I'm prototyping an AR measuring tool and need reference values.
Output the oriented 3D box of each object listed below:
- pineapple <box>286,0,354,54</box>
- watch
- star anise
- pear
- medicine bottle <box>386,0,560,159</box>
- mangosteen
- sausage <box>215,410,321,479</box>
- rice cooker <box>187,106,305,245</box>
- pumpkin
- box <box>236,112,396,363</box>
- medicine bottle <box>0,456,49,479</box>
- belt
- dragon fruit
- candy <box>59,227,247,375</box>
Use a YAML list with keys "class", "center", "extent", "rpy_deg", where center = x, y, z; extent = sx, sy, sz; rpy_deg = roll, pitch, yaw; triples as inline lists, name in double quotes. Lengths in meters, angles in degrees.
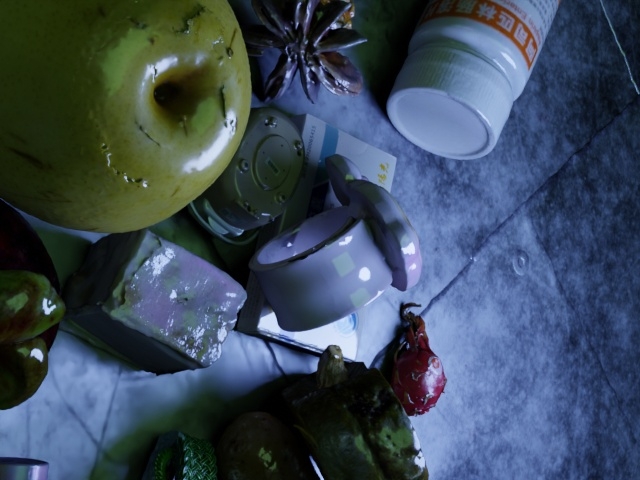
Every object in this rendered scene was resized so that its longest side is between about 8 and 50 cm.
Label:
- class: "pineapple"
  center: [-0.008, -0.378, 1.482]
  extent: [0.079, 0.135, 0.233]
  rpy_deg: [-30, 104, -37]
- class: "watch"
  center: [0.007, 0.013, 1.364]
  extent: [0.217, 0.248, 0.211]
  rpy_deg: [-28, 106, -9]
- class: "star anise"
  center: [-0.028, -0.286, 1.426]
  extent: [0.236, 0.229, 0.093]
  rpy_deg: [33, 34, -14]
- class: "pear"
  center: [-0.243, -0.176, 1.045]
  extent: [0.348, 0.348, 0.348]
  rpy_deg: [3, 85, -39]
- class: "medicine bottle"
  center: [0.266, -0.338, 1.654]
  extent: [0.211, 0.211, 0.371]
  rpy_deg: [40, 63, -30]
- class: "mangosteen"
  center: [-0.406, 0.072, 1.028]
  extent: [0.288, 0.288, 0.288]
  rpy_deg: [3, 85, -39]
- class: "sausage"
  center: [-0.025, 0.477, 1.416]
  extent: [0.136, 0.123, 0.501]
  rpy_deg: [-26, 104, -40]
- class: "rice cooker"
  center: [-0.104, -0.098, 1.390]
  extent: [0.145, 0.127, 0.206]
  rpy_deg: [41, 55, -29]
- class: "pumpkin"
  center: [0.036, 0.254, 1.373]
  extent: [0.139, 0.317, 0.222]
  rpy_deg: [-25, 93, -5]
- class: "box"
  center: [0.000, 0.000, 1.505]
  extent: [0.200, 0.065, 0.343]
  rpy_deg: [22, 73, -36]
- class: "medicine bottle"
  center: [-0.372, 0.356, 1.157]
  extent: [0.119, 0.094, 0.188]
  rpy_deg: [11, 80, -37]
- class: "belt"
  center: [-0.198, 0.322, 1.289]
  extent: [0.079, 0.121, 0.151]
  rpy_deg: [27, 58, -30]
- class: "dragon fruit"
  center: [0.159, 0.195, 1.612]
  extent: [0.094, 0.094, 0.190]
  rpy_deg: [8, 77, -39]
- class: "candy"
  center: [-0.223, 0.082, 1.253]
  extent: [0.195, 0.185, 0.137]
  rpy_deg: [34, 62, -28]
